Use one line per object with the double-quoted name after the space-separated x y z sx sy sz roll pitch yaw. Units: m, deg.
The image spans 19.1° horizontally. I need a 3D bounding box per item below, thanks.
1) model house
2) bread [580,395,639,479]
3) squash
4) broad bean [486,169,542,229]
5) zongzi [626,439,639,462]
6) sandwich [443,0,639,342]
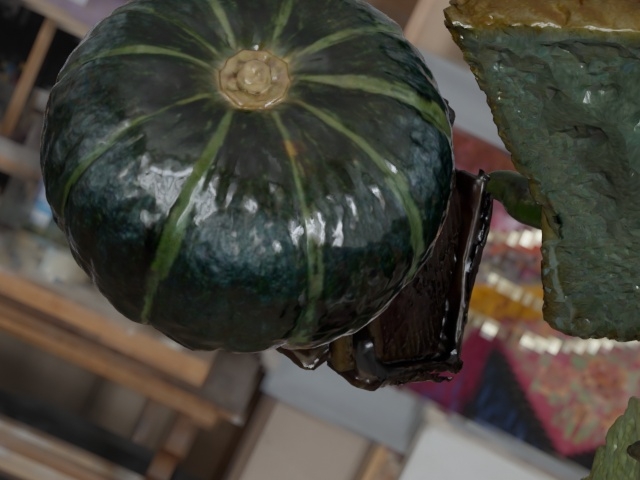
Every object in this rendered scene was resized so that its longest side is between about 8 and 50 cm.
0.000 0.000 1.822 0.317 0.297 0.282 29 -27 30 "model house"
0.411 0.291 2.020 0.252 0.238 0.196 16 26 -8 "bread"
-0.043 -0.050 1.161 0.252 0.165 0.252 4 56 -6 "squash"
0.318 -0.061 2.025 0.144 0.292 0.049 -99 168 -46 "broad bean"
0.284 0.170 1.208 0.078 0.176 0.160 12 54 -44 "zongzi"
0.245 -0.052 1.222 0.271 0.301 0.099 5 46 31 "sandwich"
